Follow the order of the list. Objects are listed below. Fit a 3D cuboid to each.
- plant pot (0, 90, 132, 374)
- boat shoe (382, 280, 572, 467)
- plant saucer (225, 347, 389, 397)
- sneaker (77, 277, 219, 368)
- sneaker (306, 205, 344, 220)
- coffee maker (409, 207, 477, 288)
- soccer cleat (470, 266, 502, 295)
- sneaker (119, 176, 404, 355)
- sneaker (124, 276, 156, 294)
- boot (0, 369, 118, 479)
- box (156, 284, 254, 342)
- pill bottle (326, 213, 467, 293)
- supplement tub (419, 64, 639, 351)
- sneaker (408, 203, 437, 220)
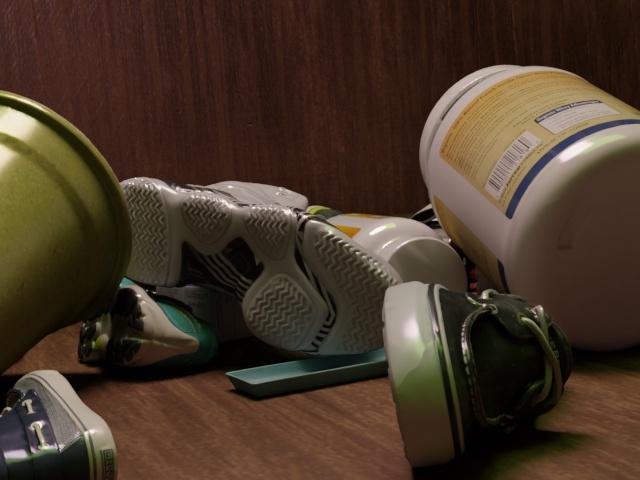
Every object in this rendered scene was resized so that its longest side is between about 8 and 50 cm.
[{"bbox_3d":[-0.350,0.032,1.054,0.276,0.276,0.254,-3,28,15],"label":"plant pot"},{"bbox_3d":[0.121,0.080,0.819,0.119,0.121,0.335,-8,2,13],"label":"boat shoe"},{"bbox_3d":[0.011,0.122,1.066,0.192,0.018,0.067,-6,4,-27],"label":"plant saucer"},{"bbox_3d":[-0.199,0.098,1.253,0.110,0.107,0.275,14,1,-27],"label":"sneaker"},{"bbox_3d":[0.000,0.000,2.229,0.121,0.111,0.300,8,15,22],"label":"sneaker"},{"bbox_3d":[0.165,0.026,1.675,0.178,0.120,0.171,0,-17,38],"label":"coffee maker"},{"bbox_3d":[0.205,0.071,1.264,0.076,0.068,0.196,1,12,9],"label":"soccer cleat"},{"bbox_3d":[-0.040,0.014,1.207,0.366,0.137,0.210,18,12,28],"label":"sneaker"},{"bbox_3d":[-0.257,0.040,1.867,0.135,0.097,0.276,-9,5,-26],"label":"sneaker"},{"bbox_3d":[-0.212,0.134,0.781,0.086,0.069,0.190,-4,5,-29],"label":"boot"},{"bbox_3d":[-0.112,0.079,1.396,0.137,0.072,0.126,-7,6,-40],"label":"box"},{"bbox_3d":[0.071,0.040,1.286,0.136,0.136,0.246,-6,5,-17],"label":"pill bottle"},{"bbox_3d":[0.245,-0.051,1.173,0.228,0.228,0.316,-6,25,-14],"label":"supplement tub"},{"bbox_3d":[0.240,0.002,1.905,0.146,0.122,0.330,-25,13,-19],"label":"sneaker"}]
